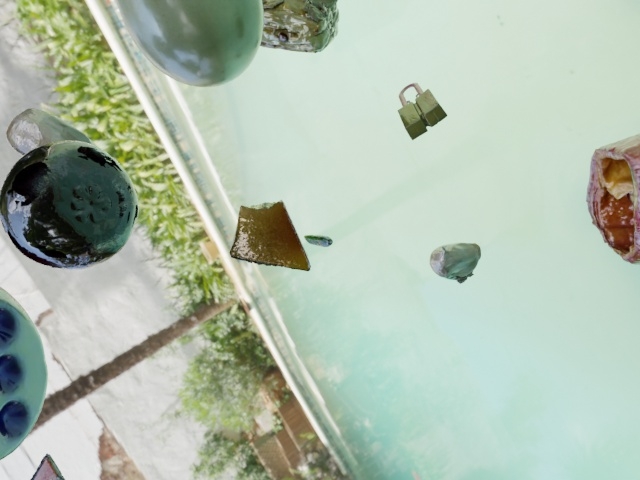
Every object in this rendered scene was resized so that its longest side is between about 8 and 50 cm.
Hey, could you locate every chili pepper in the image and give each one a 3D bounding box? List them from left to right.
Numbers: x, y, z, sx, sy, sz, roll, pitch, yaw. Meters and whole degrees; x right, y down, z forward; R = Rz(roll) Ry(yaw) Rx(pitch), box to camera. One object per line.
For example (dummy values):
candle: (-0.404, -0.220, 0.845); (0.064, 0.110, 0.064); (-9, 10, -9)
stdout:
chili pepper: (0.572, -0.073, 0.774); (0.251, 0.306, 0.229); (44, -143, -52)

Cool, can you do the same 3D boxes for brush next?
brush: (0.245, -0.357, 1.369); (0.047, 0.103, 0.233); (45, -158, -33)

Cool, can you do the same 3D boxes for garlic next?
garlic: (-0.446, -0.161, 0.897); (0.196, 0.087, 0.101); (26, 177, -7)
garlic: (0.248, 0.036, 1.020); (0.066, 0.152, 0.084); (45, 122, 41)

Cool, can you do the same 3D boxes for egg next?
egg: (-0.179, -0.332, 0.713); (0.188, 0.189, 0.253); (43, 163, 49)

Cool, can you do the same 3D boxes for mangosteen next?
mangosteen: (-0.292, -0.041, 0.612); (0.152, 0.153, 0.152); (54, 166, 20)

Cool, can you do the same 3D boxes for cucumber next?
cucumber: (0.000, 0.000, 1.727); (0.168, 0.039, 0.039); (8, 129, 55)

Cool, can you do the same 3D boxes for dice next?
dice: (-0.587, 0.200, 0.770); (0.243, 0.251, 0.259); (-26, -64, -72)

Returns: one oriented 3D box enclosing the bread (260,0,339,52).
bread: (-0.087, -0.604, 1.387); (0.324, 0.278, 0.167); (-61, -20, -59)

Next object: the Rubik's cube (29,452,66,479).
Rubik's cube: (-0.544, 0.591, 1.058); (0.211, 0.190, 0.178); (35, 150, 39)

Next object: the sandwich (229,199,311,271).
sandwich: (-0.100, -0.021, 1.216); (0.058, 0.193, 0.162); (-105, 29, -65)
